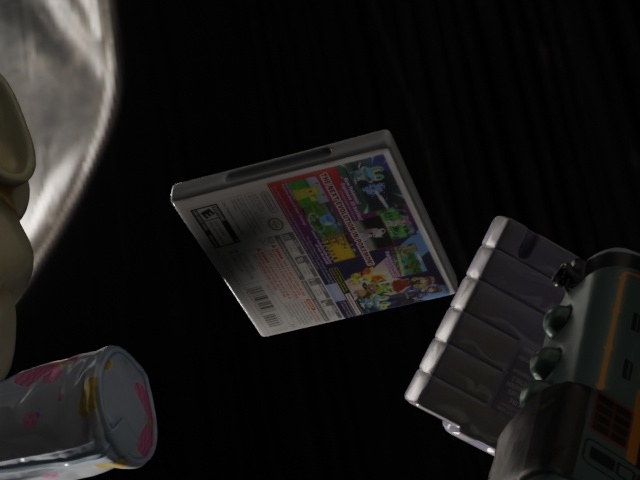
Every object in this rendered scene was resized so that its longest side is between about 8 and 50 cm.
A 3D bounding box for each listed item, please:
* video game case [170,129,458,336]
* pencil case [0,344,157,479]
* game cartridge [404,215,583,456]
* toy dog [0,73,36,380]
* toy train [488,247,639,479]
[{"bbox_3d":[0.000,0.000,1.129,0.183,0.023,0.201,-13,139,14],"label":"video game case"},{"bbox_3d":[-0.286,0.180,1.245,0.273,0.113,0.124,-16,-166,14],"label":"pencil case"},{"bbox_3d":[0.286,0.154,1.471,0.355,0.230,0.068,29,180,-16],"label":"game cartridge"},{"bbox_3d":[-0.507,0.030,1.615,0.408,0.395,0.284,-35,180,42],"label":"toy dog"},{"bbox_3d":[0.222,0.132,0.922,0.190,0.334,0.142,33,129,-3],"label":"toy train"}]
